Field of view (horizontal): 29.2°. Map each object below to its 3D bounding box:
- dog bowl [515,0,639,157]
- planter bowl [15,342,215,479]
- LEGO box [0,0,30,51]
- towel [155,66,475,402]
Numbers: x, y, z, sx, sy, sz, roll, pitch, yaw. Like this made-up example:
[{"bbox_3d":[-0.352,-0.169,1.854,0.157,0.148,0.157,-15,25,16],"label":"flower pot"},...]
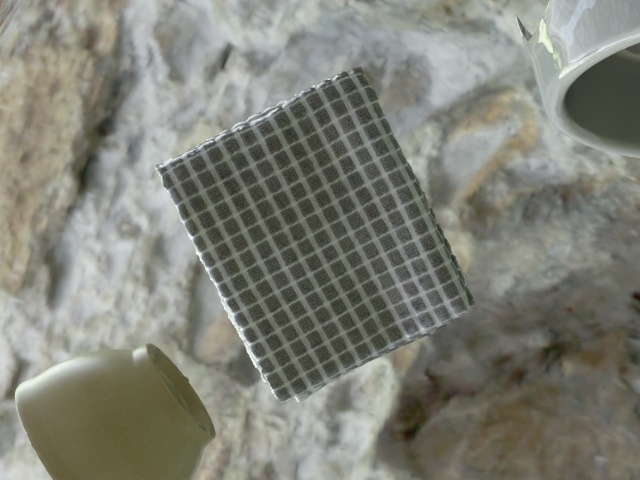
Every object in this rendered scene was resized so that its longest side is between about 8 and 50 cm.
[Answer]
[{"bbox_3d":[0.327,-0.159,0.959,0.349,0.349,0.102,-14,-112,41],"label":"dog bowl"},{"bbox_3d":[-0.156,0.152,1.005,0.109,0.162,0.162,-36,-130,1],"label":"planter bowl"},{"bbox_3d":[-0.092,-0.205,0.171,0.372,0.193,0.500,-67,-170,-20],"label":"LEGO box"},{"bbox_3d":[0.000,0.000,1.216,0.235,0.283,0.121,-28,-173,-3],"label":"towel"}]
